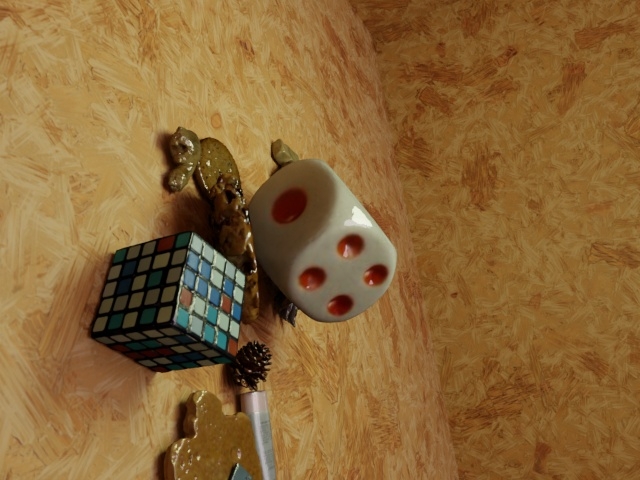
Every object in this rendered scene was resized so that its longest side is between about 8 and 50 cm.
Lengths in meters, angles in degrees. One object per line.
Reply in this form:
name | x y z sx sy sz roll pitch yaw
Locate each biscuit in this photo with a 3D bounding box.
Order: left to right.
biscuit | -0.207 0.480 1.036 0.269 0.051 0.376 -2 79 -65
biscuit | -0.259 -0.167 1.336 0.188 0.027 0.188 -13 90 -68
biscuit | -0.194 0.018 1.177 0.289 0.081 0.334 109 -31 -65

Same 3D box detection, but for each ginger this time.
ginger | -0.307 -0.190 1.182 0.096 0.067 0.165 83 9 -52

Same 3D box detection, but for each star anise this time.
star anise | -0.098 0.151 1.480 0.195 0.065 0.183 -68 142 -73

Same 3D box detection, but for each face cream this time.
face cream | -0.143 0.444 1.207 0.084 0.057 0.198 26 51 -63

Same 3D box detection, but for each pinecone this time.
pinecone | -0.161 0.280 1.208 0.102 0.102 0.110 16 91 -65

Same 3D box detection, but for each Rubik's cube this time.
Rubik's cube | -0.262 0.115 0.953 0.182 0.187 0.184 50 36 -48

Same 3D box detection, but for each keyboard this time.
keyboard | -0.174 0.519 1.010 0.055 0.014 0.176 59 30 -29

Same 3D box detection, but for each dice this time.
dice | 0.000 0.000 1.329 0.304 0.277 0.304 49 2 -42

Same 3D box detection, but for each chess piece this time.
chess piece | -0.088 -0.187 1.665 0.137 0.137 0.301 49 22 -48
